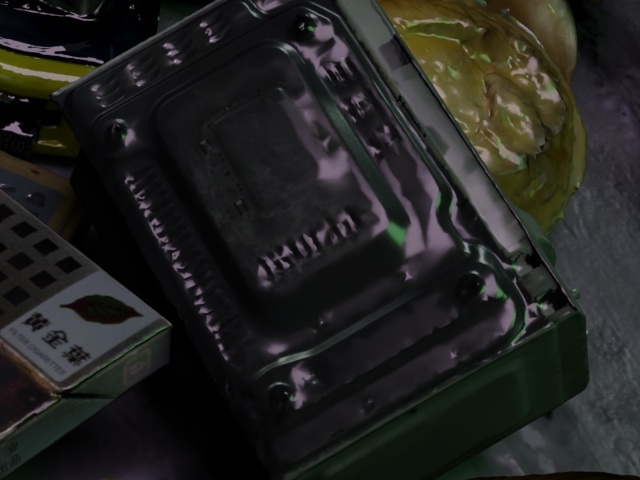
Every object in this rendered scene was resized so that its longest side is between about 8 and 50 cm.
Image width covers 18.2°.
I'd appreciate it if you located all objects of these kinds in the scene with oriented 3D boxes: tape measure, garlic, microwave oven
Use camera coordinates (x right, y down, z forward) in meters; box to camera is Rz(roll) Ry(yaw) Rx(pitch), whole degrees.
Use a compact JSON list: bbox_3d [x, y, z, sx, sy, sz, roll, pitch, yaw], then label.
[{"bbox_3d":[-0.200,-0.146,1.392,0.186,0.112,0.199,5,49,-13],"label":"tape measure"},{"bbox_3d":[0.129,-0.185,1.534,0.206,0.115,0.128,33,43,5],"label":"garlic"},{"bbox_3d":[0.000,0.000,1.232,0.237,0.181,0.295,-30,68,-4],"label":"microwave oven"}]

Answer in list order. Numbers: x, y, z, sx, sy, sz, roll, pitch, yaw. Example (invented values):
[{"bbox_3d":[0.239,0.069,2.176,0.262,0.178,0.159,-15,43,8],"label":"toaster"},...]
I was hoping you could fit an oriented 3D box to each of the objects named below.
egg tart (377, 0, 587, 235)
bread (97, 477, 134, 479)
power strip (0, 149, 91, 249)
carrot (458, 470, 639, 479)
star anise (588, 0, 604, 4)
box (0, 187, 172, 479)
[{"bbox_3d":[0.082,-0.092,1.421,0.231,0.098,0.252,-19,75,-18],"label":"egg tart"},{"bbox_3d":[-0.054,0.186,1.084,0.098,0.269,0.087,-42,117,-35],"label":"bread"},{"bbox_3d":[-0.251,0.085,1.215,0.092,0.066,0.387,23,49,3],"label":"power strip"},{"bbox_3d":[0.135,0.246,1.118,0.241,0.340,0.242,1,82,-11],"label":"carrot"},{"bbox_3d":[0.200,-0.333,1.454,0.315,0.108,0.315,-2,95,-19],"label":"star anise"},{"bbox_3d":[-0.263,0.094,1.128,0.180,0.047,0.325,36,55,29],"label":"box"}]
